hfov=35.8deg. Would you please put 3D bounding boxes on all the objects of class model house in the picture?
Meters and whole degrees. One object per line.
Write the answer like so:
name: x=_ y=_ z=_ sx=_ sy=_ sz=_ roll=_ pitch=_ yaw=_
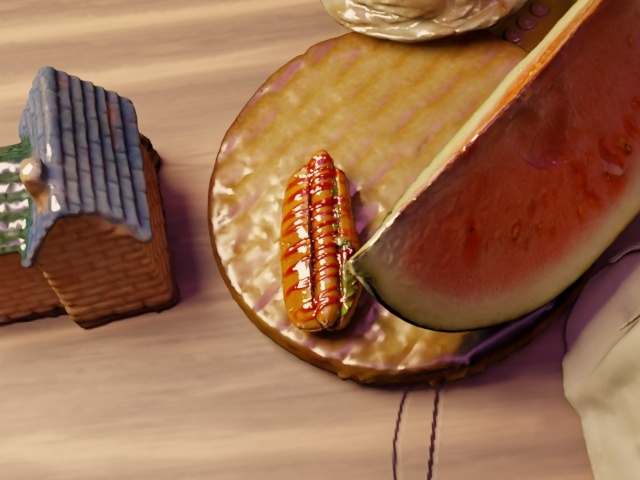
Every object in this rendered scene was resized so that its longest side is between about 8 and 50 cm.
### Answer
model house: x=-0.220 y=-0.034 z=0.753 sx=0.183 sy=0.172 sz=0.166 roll=-14 pitch=62 yaw=0

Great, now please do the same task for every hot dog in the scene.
hot dog: x=0.000 y=-0.001 z=0.736 sx=0.062 sy=0.038 sz=0.144 roll=-5 pitch=64 yaw=8

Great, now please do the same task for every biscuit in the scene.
biscuit: x=0.064 y=-0.039 z=0.786 sx=0.318 sy=0.040 sz=0.317 roll=-3 pitch=65 yaw=7

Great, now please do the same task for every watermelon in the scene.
watermelon: x=0.132 y=-0.064 z=0.699 sx=0.303 sy=0.159 sz=0.128 roll=-47 pitch=38 yaw=-7

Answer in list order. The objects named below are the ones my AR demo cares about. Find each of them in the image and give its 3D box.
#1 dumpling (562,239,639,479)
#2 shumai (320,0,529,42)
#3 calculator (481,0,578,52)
dumpling: x=0.295 y=0.112 z=0.606 sx=0.341 sy=0.181 sz=0.260 roll=24 pitch=76 yaw=26
shumai: x=0.079 y=-0.254 z=0.816 sx=0.201 sy=0.120 sz=0.201 roll=-8 pitch=47 yaw=8
calculator: x=0.176 y=-0.242 z=0.894 sx=0.146 sy=0.032 sz=0.235 roll=30 pitch=71 yaw=21
